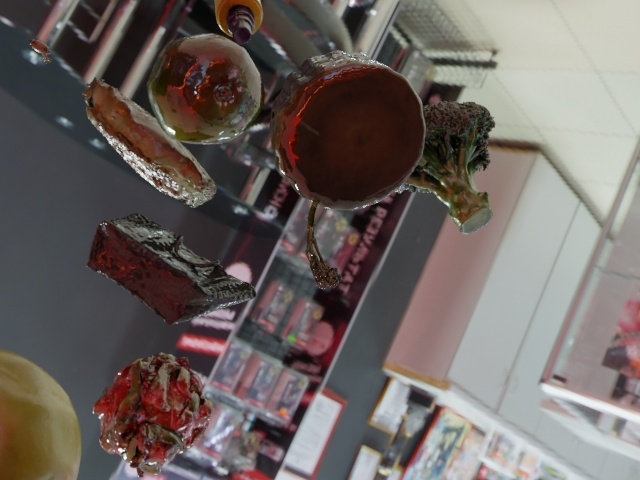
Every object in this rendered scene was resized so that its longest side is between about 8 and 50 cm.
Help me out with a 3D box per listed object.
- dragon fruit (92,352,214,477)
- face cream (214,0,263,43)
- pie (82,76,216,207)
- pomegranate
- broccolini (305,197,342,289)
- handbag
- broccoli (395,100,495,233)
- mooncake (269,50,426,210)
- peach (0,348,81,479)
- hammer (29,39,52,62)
[{"bbox_3d":[-0.364,0.372,1.872,0.231,0.237,0.303,54,-166,-1],"label":"dragon fruit"},{"bbox_3d":[-0.137,-0.392,1.443,0.078,0.078,0.273,31,-155,-27],"label":"face cream"},{"bbox_3d":[-0.358,-0.195,1.802,0.355,0.103,0.288,40,172,19],"label":"pie"},{"bbox_3d":[-0.190,-0.233,1.341,0.180,0.180,0.210,34,168,-36],"label":"pomegranate"},{"bbox_3d":[-0.005,-0.002,1.485,0.054,0.194,0.052,-32,141,33],"label":"broccolini"},{"bbox_3d":[-0.245,0.036,1.378,0.270,0.088,0.175,32,-160,17],"label":"handbag"},{"bbox_3d":[0.272,-0.169,1.876,0.297,0.297,0.297,60,-176,25],"label":"broccoli"},{"bbox_3d":[0.045,-0.205,1.612,0.290,0.290,0.161,30,-165,-21],"label":"mooncake"},{"bbox_3d":[-0.557,0.332,1.421,0.314,0.315,0.281,-5,151,-15],"label":"peach"},{"bbox_3d":[-0.368,-0.248,1.149,0.029,0.014,0.123,33,175,-13],"label":"hammer"}]
